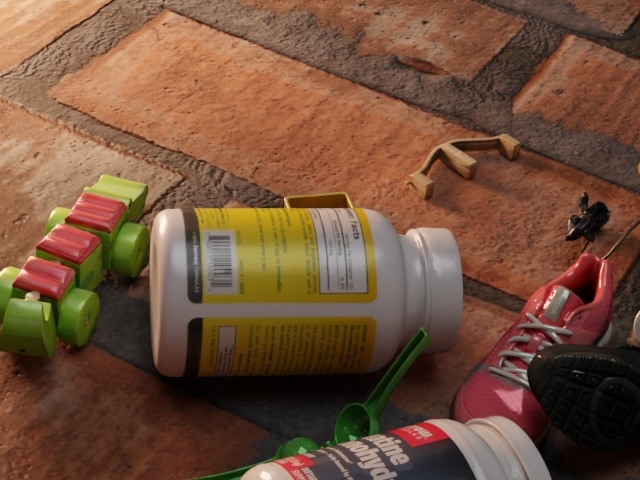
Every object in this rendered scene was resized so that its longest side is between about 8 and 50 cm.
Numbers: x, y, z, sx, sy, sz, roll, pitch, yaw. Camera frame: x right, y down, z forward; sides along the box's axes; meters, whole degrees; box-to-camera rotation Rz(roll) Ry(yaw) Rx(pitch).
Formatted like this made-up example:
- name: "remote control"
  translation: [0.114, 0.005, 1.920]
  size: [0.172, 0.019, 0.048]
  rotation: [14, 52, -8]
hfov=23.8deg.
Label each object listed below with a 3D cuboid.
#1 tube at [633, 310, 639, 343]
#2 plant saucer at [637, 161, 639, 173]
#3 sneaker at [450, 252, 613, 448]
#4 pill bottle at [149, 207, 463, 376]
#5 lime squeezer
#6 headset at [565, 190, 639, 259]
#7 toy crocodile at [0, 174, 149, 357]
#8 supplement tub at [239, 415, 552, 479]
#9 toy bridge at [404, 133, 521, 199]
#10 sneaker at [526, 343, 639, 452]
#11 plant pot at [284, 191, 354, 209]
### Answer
- name: "tube"
  translation: [0.403, 0.108, 1.743]
  size: [0.080, 0.052, 0.207]
  rotation: [34, 5, 23]
- name: "plant saucer"
  translation: [0.483, -0.099, 2.109]
  size: [0.083, 0.015, 0.083]
  rotation: [4, 39, -4]
- name: "sneaker"
  translation: [0.240, 0.117, 1.706]
  size: [0.116, 0.136, 0.314]
  rotation: [25, 42, 21]
- name: "pill bottle"
  translation: [-0.019, 0.057, 1.697]
  size: [0.334, 0.188, 0.188]
  rotation: [0, 39, -10]
- name: "lime squeezer"
  translation: [-0.003, 0.209, 1.590]
  size: [0.310, 0.110, 0.059]
  rotation: [-31, 64, 1]
- name: "headset"
  translation: [0.498, -0.008, 1.857]
  size: [0.394, 0.243, 0.185]
  rotation: [2, 10, 21]
- name: "toy crocodile"
  translation: [-0.286, 0.021, 1.762]
  size: [0.115, 0.105, 0.340]
  rotation: [16, 39, 11]
- name: "supplement tub"
  translation: [0.069, 0.277, 1.436]
  size: [0.272, 0.191, 0.191]
  rotation: [-12, 43, -22]
- name: "toy bridge"
  translation: [0.185, -0.108, 2.063]
  size: [0.188, 0.026, 0.063]
  rotation: [-24, 46, -33]
- name: "sneaker"
  translation: [0.332, 0.165, 1.666]
  size: [0.286, 0.109, 0.130]
  rotation: [19, 19, -30]
- name: "plant pot"
  translation: [0.000, 0.000, 1.852]
  size: [0.081, 0.083, 0.081]
  rotation: [-5, 40, -16]
